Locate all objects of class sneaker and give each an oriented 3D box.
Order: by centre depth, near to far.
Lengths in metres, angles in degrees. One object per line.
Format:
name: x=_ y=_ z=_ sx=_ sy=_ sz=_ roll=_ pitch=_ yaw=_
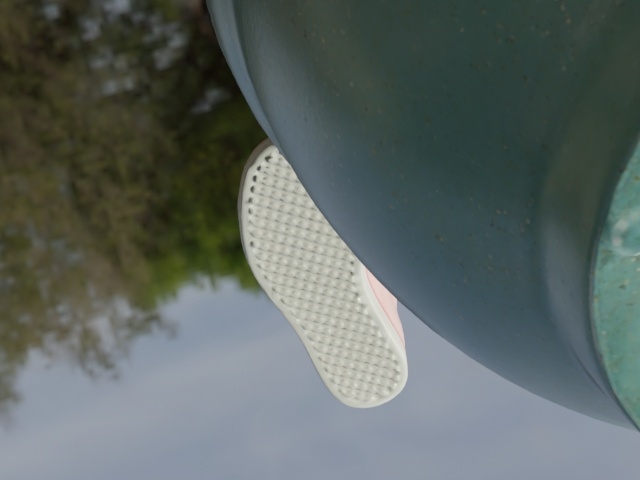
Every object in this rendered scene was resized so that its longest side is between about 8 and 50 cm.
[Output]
sneaker: x=0.000 y=0.000 z=0.777 sx=0.051 sy=0.134 sz=0.070 roll=-17 pitch=-146 yaw=8

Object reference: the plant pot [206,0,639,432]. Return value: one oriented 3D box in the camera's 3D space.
plant pot: x=0.125 y=-0.056 z=0.510 sx=0.293 sy=0.293 sz=0.196 roll=-15 pitch=-142 yaw=-3
